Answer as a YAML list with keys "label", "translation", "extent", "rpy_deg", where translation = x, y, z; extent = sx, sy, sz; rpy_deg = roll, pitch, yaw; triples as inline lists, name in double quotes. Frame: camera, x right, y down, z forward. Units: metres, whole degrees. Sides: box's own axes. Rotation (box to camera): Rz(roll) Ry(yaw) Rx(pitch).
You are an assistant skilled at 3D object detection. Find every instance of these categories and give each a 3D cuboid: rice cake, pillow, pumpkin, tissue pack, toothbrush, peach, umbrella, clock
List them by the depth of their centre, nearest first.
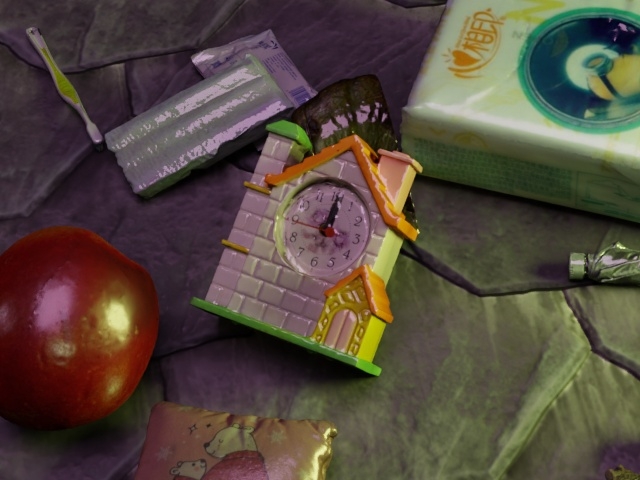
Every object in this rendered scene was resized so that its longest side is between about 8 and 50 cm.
- label: "pillow"
  translation: [-0.107, 0.285, 1.637]
  extent: [0.236, 0.084, 0.223]
  rpy_deg: [7, 57, 16]
- label: "peach"
  translation: [-0.306, 0.100, 1.724]
  extent: [0.243, 0.199, 0.243]
  rpy_deg: [-9, 55, 13]
- label: "clock"
  translation: [0.000, 0.000, 1.753]
  extent: [0.220, 0.106, 0.255]
  rpy_deg: [19, 85, 19]
- label: "umbrella"
  translation: [0.390, 0.033, 1.785]
  extent: [0.188, 0.046, 0.050]
  rpy_deg: [2, 51, 15]
- label: "pumpkin"
  translation: [0.037, -0.102, 1.871]
  extent: [0.131, 0.126, 0.248]
  rpy_deg: [-16, 55, -2]
- label: "tissue pack"
  translation: [0.325, -0.185, 1.875]
  extent: [0.388, 0.162, 0.287]
  rpy_deg: [13, 58, 15]
- label: "rice cake"
  translation: [-0.157, -0.148, 1.959]
  extent: [0.237, 0.043, 0.127]
  rpy_deg: [-31, 58, -4]
- label: "tissue pack"
  translation: [-0.078, -0.211, 2.024]
  extent: [0.122, 0.026, 0.193]
  rpy_deg: [-28, 56, -14]
- label: "toothbrush"
  translation: [-0.353, -0.215, 2.060]
  extent: [0.022, 0.026, 0.263]
  rpy_deg: [-23, 55, -17]

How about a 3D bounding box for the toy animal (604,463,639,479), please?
- label: "toy animal"
  translation: [0.306, 0.328, 1.563]
  extent: [0.069, 0.086, 0.220]
  rpy_deg: [-15, 48, 47]
